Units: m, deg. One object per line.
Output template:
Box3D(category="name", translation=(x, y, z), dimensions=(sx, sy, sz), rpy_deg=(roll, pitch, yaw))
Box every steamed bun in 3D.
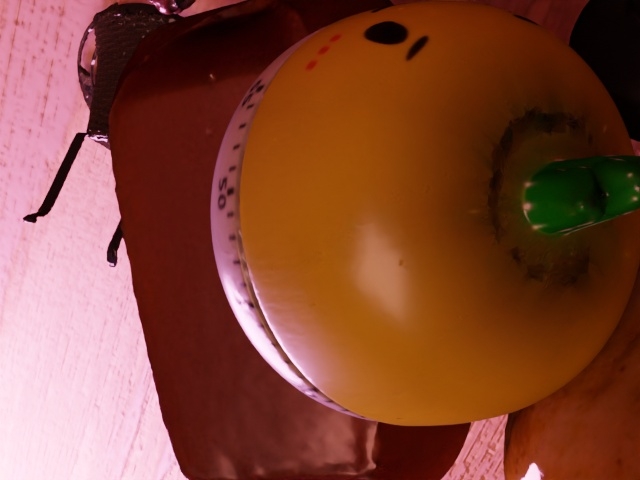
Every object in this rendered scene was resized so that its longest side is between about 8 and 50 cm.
Box3D(category="steamed bun", translation=(0.000, 0.000, 1.089), dimensions=(0.235, 0.248, 0.379), rpy_deg=(-8, 95, 27))

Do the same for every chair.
Box3D(category="chair", translation=(-0.151, -0.086, 1.225), dimensions=(0.174, 0.149, 0.213), rpy_deg=(7, 81, 28))

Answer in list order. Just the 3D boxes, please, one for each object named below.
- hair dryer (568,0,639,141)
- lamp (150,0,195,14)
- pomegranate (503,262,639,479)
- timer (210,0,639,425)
Box3D(category="hair dryer", translation=(0.145, -0.231, 0.890), dimensions=(0.284, 0.155, 0.320), rpy_deg=(14, 145, 38))
Box3D(category="lamp", translation=(-0.190, -0.270, 1.108), dimensions=(0.253, 0.118, 0.118), rpy_deg=(29, 129, 15))
Box3D(category="pomegranate", translation=(0.330, 0.140, 0.954), dimensions=(0.410, 0.410, 0.410), rpy_deg=(14, 125, 20))
Box3D(category="timer", translation=(0.096, -0.019, 0.827), dimensions=(0.285, 0.285, 0.285), rpy_deg=(14, 125, 20))
